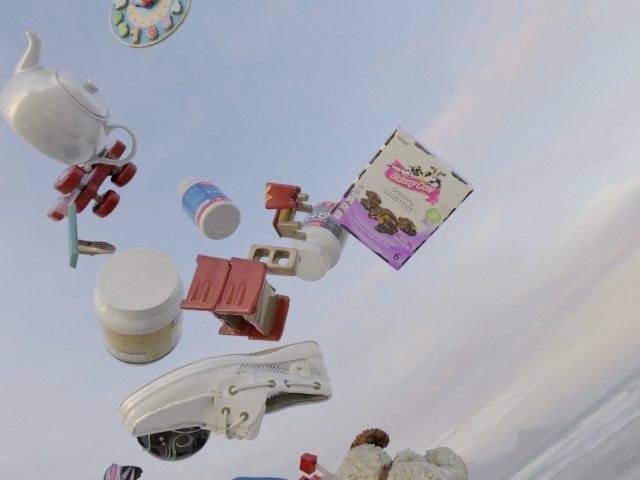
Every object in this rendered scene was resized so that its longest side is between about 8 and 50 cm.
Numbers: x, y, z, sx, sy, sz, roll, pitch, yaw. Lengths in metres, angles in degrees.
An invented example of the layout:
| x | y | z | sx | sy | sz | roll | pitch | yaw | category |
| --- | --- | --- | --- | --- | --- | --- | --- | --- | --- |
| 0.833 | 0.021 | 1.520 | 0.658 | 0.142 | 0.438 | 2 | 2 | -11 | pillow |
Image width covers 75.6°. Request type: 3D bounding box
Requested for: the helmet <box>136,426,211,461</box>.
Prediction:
| x | y | z | sx | sy | sz | roll | pitch | yaw | category |
| --- | --- | --- | --- | --- | --- | --- | --- | --- | --- |
| -0.349 | 0.448 | 1.000 | 0.170 | 0.169 | 0.161 | 0 | -49 | -41 | helmet |

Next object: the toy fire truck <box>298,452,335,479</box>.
| x | y | z | sx | sy | sz | roll | pitch | yaw | category |
| --- | --- | --- | --- | --- | --- | --- | --- | --- | --- |
| 0.004 | 0.681 | 1.158 | 0.135 | 0.192 | 0.047 | 0 | -81 | -61 | toy fire truck |

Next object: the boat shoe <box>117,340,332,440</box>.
| x | y | z | sx | sy | sz | roll | pitch | yaw | category |
| --- | --- | --- | --- | --- | --- | --- | --- | --- | --- |
| -0.102 | 0.204 | 0.526 | 0.277 | 0.096 | 0.098 | -6 | -38 | -32 | boat shoe |

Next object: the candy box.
| x | y | z | sx | sy | sz | roll | pitch | yaw | category |
| --- | --- | --- | --- | --- | --- | --- | --- | --- | --- |
| 0.138 | -0.074 | 0.729 | 0.196 | 0.165 | 0.070 | -51 | 1 | 23 | candy box |

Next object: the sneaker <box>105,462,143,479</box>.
| x | y | z | sx | sy | sz | roll | pitch | yaw | category |
| --- | --- | --- | --- | --- | --- | --- | --- | --- | --- |
| -0.392 | 0.540 | 0.836 | 0.077 | 0.178 | 0.072 | 11 | -52 | -31 | sneaker |

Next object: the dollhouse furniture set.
| x | y | z | sx | sy | sz | roll | pitch | yaw | category |
| --- | --- | --- | --- | --- | --- | --- | --- | --- | --- |
| -0.142 | 0.020 | 0.927 | 0.152 | 0.373 | 0.201 | 5 | -29 | 14 | dollhouse furniture set |

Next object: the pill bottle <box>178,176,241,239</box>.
| x | y | z | sx | sy | sz | roll | pitch | yaw | category |
| --- | --- | --- | --- | --- | --- | --- | --- | --- | --- |
| -0.338 | -0.105 | 1.220 | 0.124 | 0.221 | 0.124 | -25 | -45 | -28 | pill bottle |

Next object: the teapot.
| x | y | z | sx | sy | sz | roll | pitch | yaw | category |
| --- | --- | --- | --- | --- | --- | --- | --- | --- | --- |
| -0.610 | -0.319 | 1.009 | 0.187 | 0.252 | 0.256 | -35 | -21 | 8 | teapot |

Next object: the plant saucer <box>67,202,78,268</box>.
| x | y | z | sx | sy | sz | roll | pitch | yaw | category |
| --- | --- | --- | --- | --- | --- | --- | --- | --- | --- |
| -0.679 | -0.015 | 1.131 | 0.018 | 0.192 | 0.067 | 4 | -44 | -36 | plant saucer |

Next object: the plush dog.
| x | y | z | sx | sy | sz | roll | pitch | yaw | category |
| --- | --- | --- | --- | --- | --- | --- | --- | --- | --- |
| 0.127 | 0.454 | 0.725 | 0.262 | 0.226 | 0.210 | -64 | -36 | -40 | plush dog |

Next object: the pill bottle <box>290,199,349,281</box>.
| x | y | z | sx | sy | sz | roll | pitch | yaw | category |
| --- | --- | --- | --- | --- | --- | --- | --- | --- | --- |
| 0.000 | 0.000 | 1.432 | 0.318 | 0.176 | 0.176 | -62 | -5 | -56 | pill bottle |

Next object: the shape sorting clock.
| x | y | z | sx | sy | sz | roll | pitch | yaw | category |
| --- | --- | --- | --- | --- | --- | --- | --- | --- | --- |
| -0.380 | -0.521 | 0.913 | 0.206 | 0.206 | 0.040 | -40 | -22 | 1 | shape sorting clock |

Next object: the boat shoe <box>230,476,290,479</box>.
| x | y | z | sx | sy | sz | roll | pitch | yaw | category |
| --- | --- | --- | --- | --- | --- | --- | --- | --- | --- |
| -0.161 | 0.757 | 1.215 | 0.258 | 0.088 | 0.109 | -10 | -5 | 31 | boat shoe |

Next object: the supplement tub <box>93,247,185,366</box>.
| x | y | z | sx | sy | sz | roll | pitch | yaw | category |
| --- | --- | --- | --- | --- | --- | --- | --- | --- | --- |
| -0.503 | 0.191 | 1.161 | 0.228 | 0.228 | 0.316 | -15 | -32 | -30 | supplement tub |

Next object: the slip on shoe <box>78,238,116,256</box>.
| x | y | z | sx | sy | sz | roll | pitch | yaw | category |
| --- | --- | --- | --- | --- | --- | --- | --- | --- | --- |
| -0.716 | 0.030 | 1.300 | 0.136 | 0.051 | 0.041 | 8 | -64 | -10 | slip on shoe |

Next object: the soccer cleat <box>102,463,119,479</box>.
| x | y | z | sx | sy | sz | roll | pitch | yaw | category |
| --- | --- | --- | --- | --- | --- | --- | --- | --- | --- |
| -0.475 | 0.607 | 0.946 | 0.060 | 0.072 | 0.178 | 3 | -83 | -9 | soccer cleat |

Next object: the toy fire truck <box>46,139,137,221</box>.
| x | y | z | sx | sy | sz | roll | pitch | yaw | category |
| --- | --- | --- | --- | --- | --- | --- | --- | --- | --- |
| -0.786 | -0.207 | 1.393 | 0.169 | 0.254 | 0.302 | 44 | -127 | -42 | toy fire truck |
